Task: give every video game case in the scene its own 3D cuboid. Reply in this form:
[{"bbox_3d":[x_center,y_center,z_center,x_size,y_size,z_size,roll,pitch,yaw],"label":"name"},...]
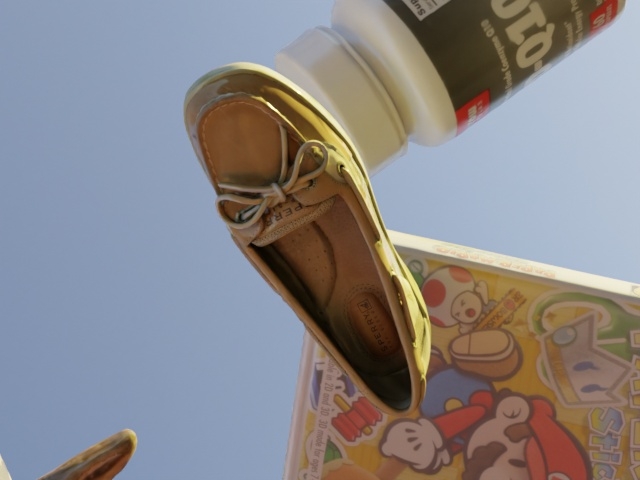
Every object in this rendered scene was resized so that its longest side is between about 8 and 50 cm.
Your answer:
[{"bbox_3d":[0.084,0.118,0.618,0.026,0.206,0.227,-52,-27,-67],"label":"video game case"}]

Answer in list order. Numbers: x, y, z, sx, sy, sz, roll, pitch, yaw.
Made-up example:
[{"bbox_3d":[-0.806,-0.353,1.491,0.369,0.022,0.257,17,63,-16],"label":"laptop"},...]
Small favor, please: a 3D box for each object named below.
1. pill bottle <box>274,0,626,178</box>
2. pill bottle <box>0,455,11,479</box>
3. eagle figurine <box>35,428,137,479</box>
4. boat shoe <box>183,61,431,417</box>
[{"bbox_3d":[0.113,-0.184,1.168,0.283,0.161,0.161,-36,-56,-9],"label":"pill bottle"},{"bbox_3d":[-0.415,0.358,1.473,0.204,0.204,0.361,-34,-68,-41],"label":"pill bottle"},{"bbox_3d":[-0.121,0.257,0.489,0.298,0.226,0.225,65,-160,-14],"label":"eagle figurine"},{"bbox_3d":[-0.001,0.001,0.510,0.153,0.056,0.048,61,-169,-26],"label":"boat shoe"}]
